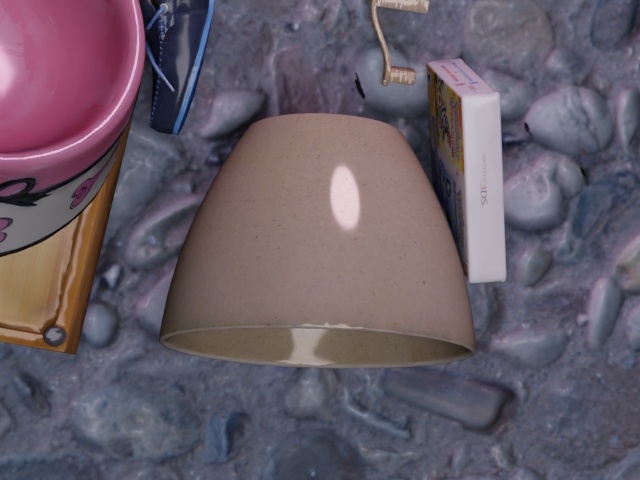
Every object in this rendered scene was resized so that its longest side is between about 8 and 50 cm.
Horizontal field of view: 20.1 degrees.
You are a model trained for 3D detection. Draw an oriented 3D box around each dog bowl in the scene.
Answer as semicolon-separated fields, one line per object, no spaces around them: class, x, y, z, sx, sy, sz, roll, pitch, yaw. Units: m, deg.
dog bowl;-0.347;-0.194;1.712;0.408;0.150;0.408;13;62;-26

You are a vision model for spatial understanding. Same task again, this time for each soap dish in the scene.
soap dish;-0.338;-0.025;1.906;0.228;0.118;0.291;12;103;-13

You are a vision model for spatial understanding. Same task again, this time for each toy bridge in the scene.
toy bridge;0.086;-0.260;1.961;0.063;0.026;0.188;7;105;-10

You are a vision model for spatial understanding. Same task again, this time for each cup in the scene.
cup;0.000;0.000;1.901;0.331;0.331;0.237;4;78;-12

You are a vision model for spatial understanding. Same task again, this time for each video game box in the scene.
video game box;0.157;-0.078;1.944;0.048;0.187;0.205;-7;107;-9

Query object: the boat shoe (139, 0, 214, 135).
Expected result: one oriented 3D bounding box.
boat shoe;-0.158;-0.242;1.895;0.089;0.109;0.258;10;88;-6
